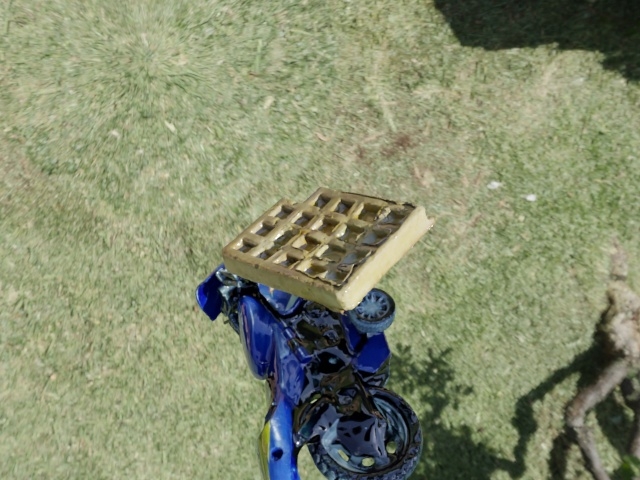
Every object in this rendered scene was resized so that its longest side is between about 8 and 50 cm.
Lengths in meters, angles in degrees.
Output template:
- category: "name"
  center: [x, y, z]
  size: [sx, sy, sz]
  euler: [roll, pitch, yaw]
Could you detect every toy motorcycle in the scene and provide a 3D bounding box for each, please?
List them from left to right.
- category: "toy motorcycle"
  center: [-0.021, 0.091, 0.632]
  size: [0.168, 0.316, 0.113]
  euler: [-9, 138, -8]

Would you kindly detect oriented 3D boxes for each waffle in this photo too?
- category: "waffle"
  center: [0.000, 0.000, 0.467]
  size: [0.092, 0.135, 0.021]
  euler: [-44, 124, -23]
